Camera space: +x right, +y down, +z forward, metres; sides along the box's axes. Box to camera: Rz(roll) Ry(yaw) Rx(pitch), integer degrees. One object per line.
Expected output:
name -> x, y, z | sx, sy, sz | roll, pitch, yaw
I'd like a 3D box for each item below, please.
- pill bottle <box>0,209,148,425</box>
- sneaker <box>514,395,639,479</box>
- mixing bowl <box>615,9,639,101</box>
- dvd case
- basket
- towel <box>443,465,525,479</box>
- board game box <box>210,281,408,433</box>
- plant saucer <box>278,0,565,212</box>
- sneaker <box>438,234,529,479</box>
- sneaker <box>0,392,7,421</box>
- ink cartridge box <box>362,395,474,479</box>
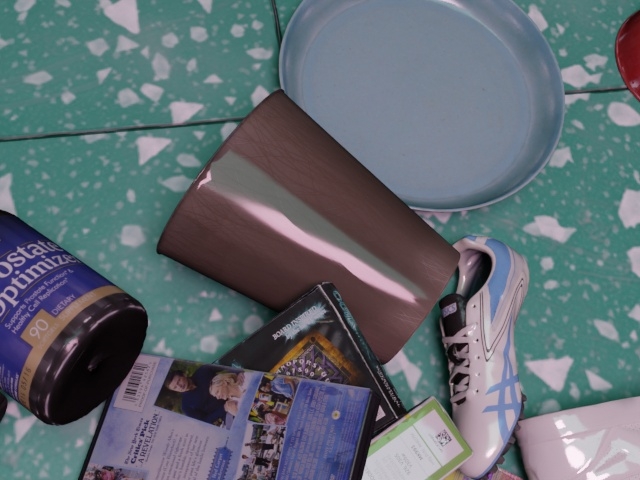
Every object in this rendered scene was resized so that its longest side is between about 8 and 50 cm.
pill bottle -> -0.266, 0.049, 0.699 | 0.219, 0.123, 0.123 | 31, 66, 16
sneaker -> 0.336, 0.223, 0.755 | 0.292, 0.108, 0.169 | -10, 71, -3
mixing bowl -> 0.451, -0.231, 0.957 | 0.181, 0.098, 0.181 | 4, 67, -9
dvd case -> -0.088, 0.190, 0.659 | 0.253, 0.022, 0.180 | 4, 66, 29
basket -> 0.000, 0.000, 0.761 | 0.227, 0.154, 0.204 | 36, 57, 2
towel -> 0.149, 0.235, 0.763 | 0.083, 0.009, 0.060 | 26, 67, 2
board game box -> -0.032, 0.136, 0.699 | 0.186, 0.026, 0.126 | -37, 73, 24
plant saucer -> 0.110, -0.169, 0.904 | 0.317, 0.044, 0.318 | 4, 68, -9
sneaker -> 0.144, 0.104, 0.772 | 0.086, 0.085, 0.237 | 20, 59, -15
sneaker -> -0.406, 0.187, 0.650 | 0.300, 0.111, 0.121 | -37, 66, -25
ink cartridge box -> 0.020, 0.221, 0.693 | 0.209, 0.109, 0.062 | -32, 76, -19
